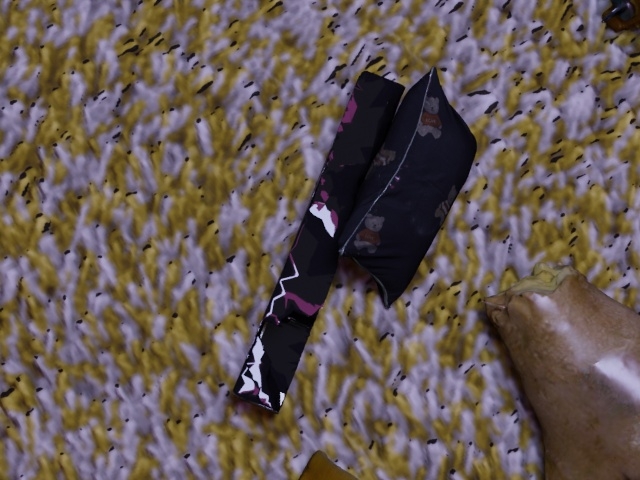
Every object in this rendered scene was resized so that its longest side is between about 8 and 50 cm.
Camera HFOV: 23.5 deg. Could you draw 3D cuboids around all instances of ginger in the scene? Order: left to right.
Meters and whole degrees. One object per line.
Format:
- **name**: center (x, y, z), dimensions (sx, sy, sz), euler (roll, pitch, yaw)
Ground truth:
- **ginger**: center (0.277, 0.162, 1.043), dimensions (0.375, 0.166, 0.236), euler (19, 112, 21)

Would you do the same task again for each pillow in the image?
- **pillow**: center (0.063, -0.035, 1.054), dimensions (0.090, 0.048, 0.150), euler (40, 70, -40)

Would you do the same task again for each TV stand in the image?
- **TV stand**: center (0.000, 0.000, 1.060), dimensions (0.036, 0.042, 0.249), euler (21, 75, 1)

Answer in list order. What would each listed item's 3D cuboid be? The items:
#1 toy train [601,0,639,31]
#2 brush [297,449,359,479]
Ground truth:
- **toy train**: center (0.297, -0.209, 1.123), dimensions (0.219, 0.089, 0.127), euler (-41, 95, -15)
- **brush**: center (-0.032, 0.247, 0.908), dimensions (0.085, 0.020, 0.336), euler (35, 36, 0)
